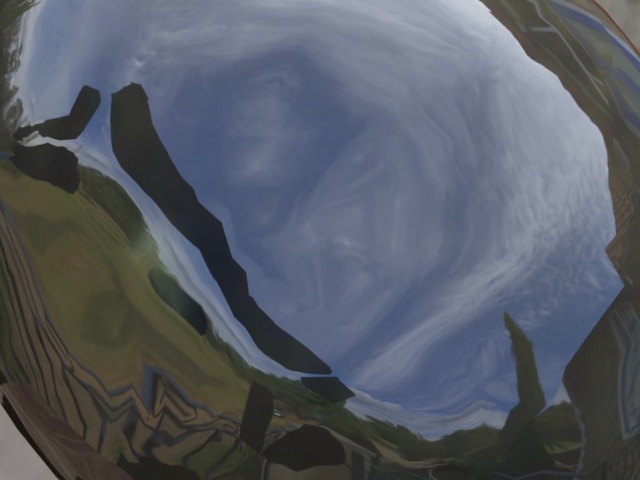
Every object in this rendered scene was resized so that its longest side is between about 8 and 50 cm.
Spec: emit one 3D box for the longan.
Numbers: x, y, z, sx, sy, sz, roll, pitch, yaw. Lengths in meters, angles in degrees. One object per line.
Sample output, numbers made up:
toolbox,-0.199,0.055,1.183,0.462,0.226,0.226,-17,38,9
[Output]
longan,0.000,0.000,0.470,0.212,0.198,0.198,22,40,1
